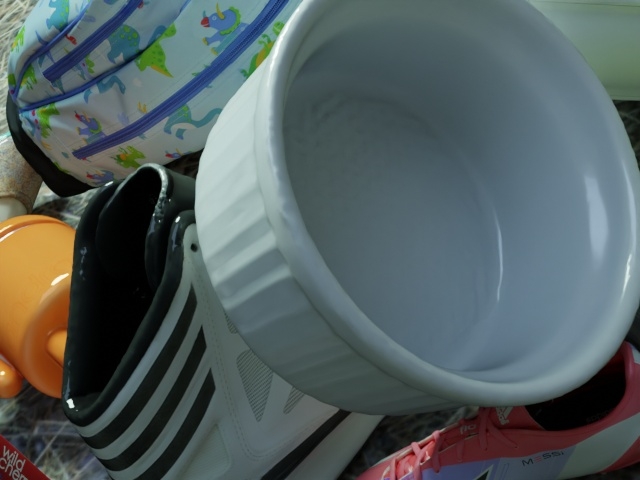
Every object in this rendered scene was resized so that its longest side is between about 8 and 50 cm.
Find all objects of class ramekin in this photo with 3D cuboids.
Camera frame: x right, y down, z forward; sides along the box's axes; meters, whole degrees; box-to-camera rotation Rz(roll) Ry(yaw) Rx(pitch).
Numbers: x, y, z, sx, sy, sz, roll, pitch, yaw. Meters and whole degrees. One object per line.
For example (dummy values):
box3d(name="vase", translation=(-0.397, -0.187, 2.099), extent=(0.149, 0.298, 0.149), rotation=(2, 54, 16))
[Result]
box3d(name="ramekin", translation=(0.057, -0.022, 0.731), extent=(0.135, 0.277, 0.277), rotation=(-31, 30, 53))

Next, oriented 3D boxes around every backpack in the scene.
box3d(name="backpack", translation=(-0.123, -0.197, 1.045), extent=(0.356, 0.273, 0.290), rotation=(9, 54, 48))

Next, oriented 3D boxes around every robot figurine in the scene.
box3d(name="robot figurine", translation=(-0.230, 0.053, 1.018), extent=(0.219, 0.128, 0.158), rotation=(30, 110, 44))

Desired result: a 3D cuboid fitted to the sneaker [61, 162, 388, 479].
box3d(name="sneaker", translation=(0.000, 0.001, 0.835), extent=(0.169, 0.257, 0.447), rotation=(24, 65, 42))

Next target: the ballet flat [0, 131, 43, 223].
box3d(name="ballet flat", translation=(-0.373, 0.022, 1.166), extent=(0.316, 0.107, 0.106), rotation=(-41, 63, -2))

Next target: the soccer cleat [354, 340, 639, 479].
box3d(name="soccer cleat", translation=(0.107, 0.138, 0.766), extent=(0.248, 0.095, 0.083), rotation=(-23, 43, 9))

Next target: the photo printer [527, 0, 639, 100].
box3d(name="photo printer", translation=(0.261, -0.215, 0.917), extent=(0.308, 0.107, 0.256), rotation=(2, 47, -9))

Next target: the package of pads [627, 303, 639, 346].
box3d(name="package of pads", translation=(0.345, -0.008, 0.759), extent=(0.296, 0.101, 0.229), rotation=(-38, 43, -7))

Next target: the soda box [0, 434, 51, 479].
box3d(name="soda box", translation=(-0.283, 0.168, 0.840), extent=(0.092, 0.263, 0.083), rotation=(-3, 49, 27))
